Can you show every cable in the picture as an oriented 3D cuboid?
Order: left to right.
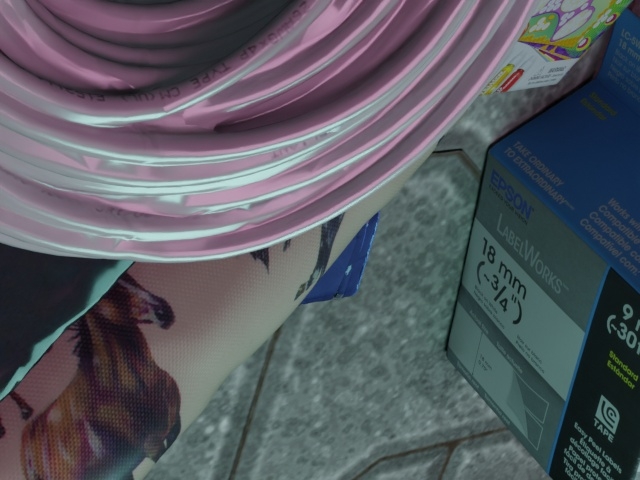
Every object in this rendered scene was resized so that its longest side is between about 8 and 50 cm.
[{"bbox_3d":[-0.043,-0.116,0.431,0.257,0.089,0.257,-3,123,-29],"label":"cable"}]

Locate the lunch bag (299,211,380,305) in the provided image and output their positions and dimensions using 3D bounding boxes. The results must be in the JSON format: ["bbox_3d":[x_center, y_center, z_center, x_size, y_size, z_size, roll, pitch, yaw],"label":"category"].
[{"bbox_3d":[0.000,0.000,1.111,0.065,0.067,0.098,-9,132,-33],"label":"lunch bag"}]

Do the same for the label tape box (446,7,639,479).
[{"bbox_3d":[0.223,0.027,1.185,0.106,0.240,0.333,-15,133,-27],"label":"label tape box"}]

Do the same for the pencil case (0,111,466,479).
[{"bbox_3d":[-0.076,-0.011,0.769,0.160,0.183,0.410,49,63,-18],"label":"pencil case"}]

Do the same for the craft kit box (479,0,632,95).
[{"bbox_3d":[0.152,-0.191,0.978,0.250,0.061,0.246,-15,149,-52],"label":"craft kit box"}]

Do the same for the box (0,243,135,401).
[{"bbox_3d":[-0.151,-0.279,0.507,0.472,0.297,0.480,-44,132,5],"label":"box"}]
